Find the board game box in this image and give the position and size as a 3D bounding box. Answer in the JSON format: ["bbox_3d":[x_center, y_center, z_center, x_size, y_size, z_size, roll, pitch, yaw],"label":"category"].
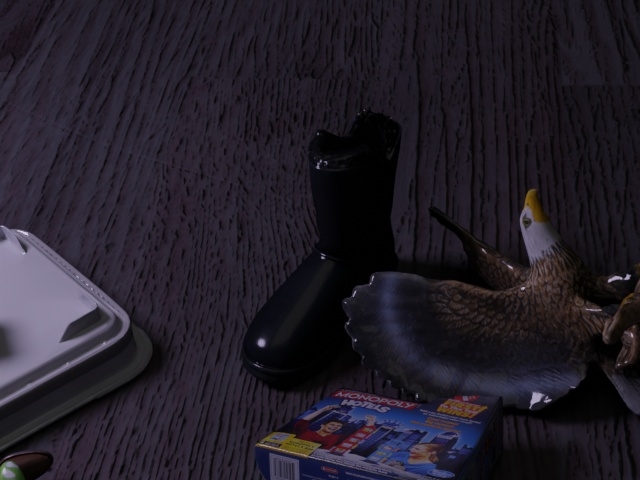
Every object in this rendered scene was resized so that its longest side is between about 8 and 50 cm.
[{"bbox_3d":[0.076,0.189,1.183,0.194,0.060,0.194,8,19,32],"label":"board game box"}]

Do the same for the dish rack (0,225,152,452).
[{"bbox_3d":[-0.371,0.102,1.344,0.333,0.072,0.285,-30,45,-30],"label":"dish rack"}]

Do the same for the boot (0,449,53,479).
[{"bbox_3d":[-0.277,0.245,1.173,0.106,0.037,0.114,-24,37,-6],"label":"boot"}]

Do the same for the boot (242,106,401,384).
[{"bbox_3d":[0.000,0.000,1.342,0.094,0.207,0.246,21,44,28],"label":"boot"}]

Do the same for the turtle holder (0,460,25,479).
[{"bbox_3d":[-0.315,0.314,0.927,0.227,0.320,0.243,-13,15,-36],"label":"turtle holder"}]

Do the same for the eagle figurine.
[{"bbox_3d":[0.208,0.058,1.304,0.298,0.226,0.225,-9,69,40],"label":"eagle figurine"}]
